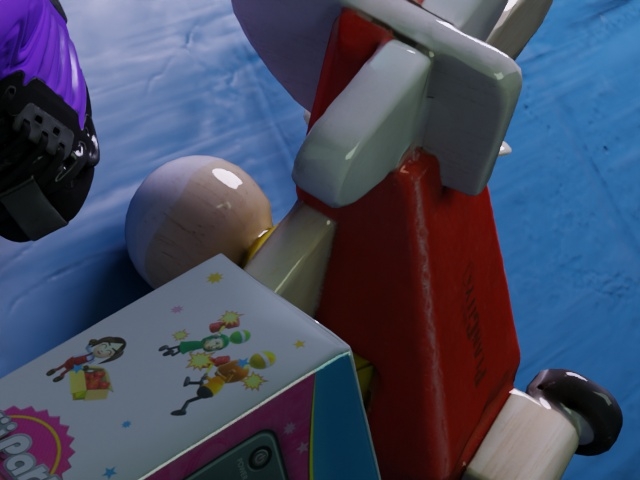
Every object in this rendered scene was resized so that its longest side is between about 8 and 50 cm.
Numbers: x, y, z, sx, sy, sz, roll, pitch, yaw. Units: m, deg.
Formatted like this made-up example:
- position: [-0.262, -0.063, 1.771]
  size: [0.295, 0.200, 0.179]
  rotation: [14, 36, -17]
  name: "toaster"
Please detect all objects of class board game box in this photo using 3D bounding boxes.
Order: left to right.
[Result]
- position: [-0.113, 0.178, 0.692]
  size: [0.303, 0.097, 0.224]
  rotation: [-32, 130, -23]
  name: "board game box"

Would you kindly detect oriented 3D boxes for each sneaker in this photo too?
- position: [-0.160, -0.067, 0.844]
  size: [0.293, 0.102, 0.146]
  rotation: [-83, 154, -80]
  name: "sneaker"

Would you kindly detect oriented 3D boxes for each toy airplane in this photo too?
- position: [0.000, 0.000, 0.929]
  size: [0.386, 0.272, 0.384]
  rotation: [7, 98, -59]
  name: "toy airplane"
